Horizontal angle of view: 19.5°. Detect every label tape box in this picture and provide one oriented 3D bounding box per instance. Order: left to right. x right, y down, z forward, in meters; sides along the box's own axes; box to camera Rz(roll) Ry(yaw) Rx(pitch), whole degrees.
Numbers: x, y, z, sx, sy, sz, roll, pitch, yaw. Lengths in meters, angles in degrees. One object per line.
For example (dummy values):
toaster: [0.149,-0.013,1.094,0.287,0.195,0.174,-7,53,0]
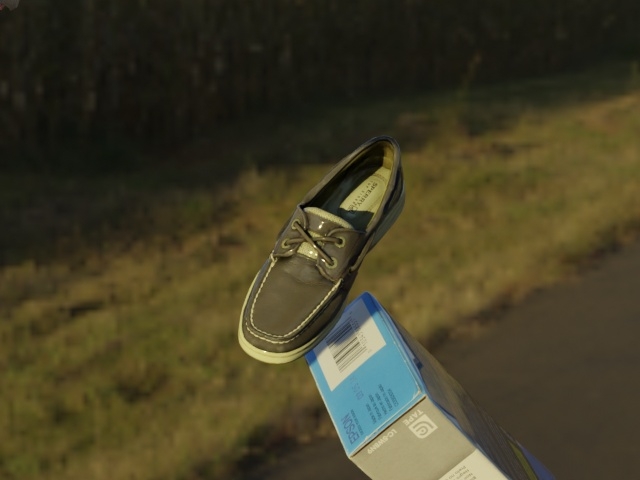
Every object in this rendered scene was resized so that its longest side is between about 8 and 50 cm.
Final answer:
label tape box: [0.143,0.235,1.945,0.106,0.334,0.241,-41,25,7]

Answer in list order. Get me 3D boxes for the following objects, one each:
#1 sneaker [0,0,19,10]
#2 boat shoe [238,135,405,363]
sneaker: [-0.201,-0.189,1.219,0.051,0.070,0.134,20,18,15]
boat shoe: [0.001,0.000,1.488,0.080,0.073,0.223,23,53,18]
